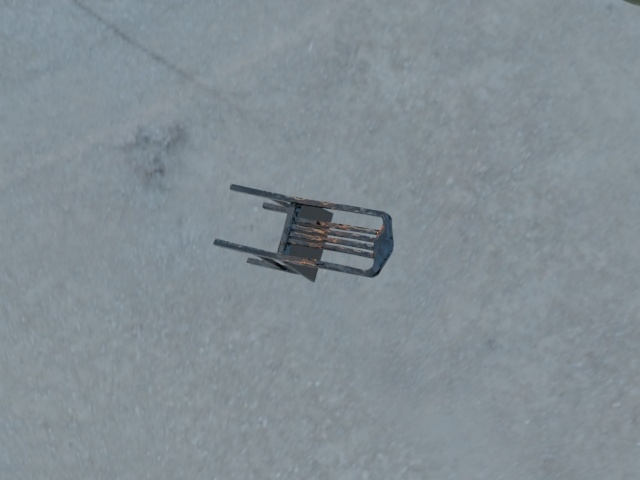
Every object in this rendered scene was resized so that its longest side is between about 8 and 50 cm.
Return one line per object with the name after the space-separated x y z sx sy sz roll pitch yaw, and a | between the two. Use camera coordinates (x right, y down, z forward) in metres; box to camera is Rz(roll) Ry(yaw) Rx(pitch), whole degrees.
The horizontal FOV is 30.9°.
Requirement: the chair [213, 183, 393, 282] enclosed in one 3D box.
0.000 0.000 1.283 0.212 0.101 0.084 11 81 26 | chair

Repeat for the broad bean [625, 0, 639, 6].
0.373 -0.354 1.146 0.189 0.263 0.121 35 48 -13 | broad bean
